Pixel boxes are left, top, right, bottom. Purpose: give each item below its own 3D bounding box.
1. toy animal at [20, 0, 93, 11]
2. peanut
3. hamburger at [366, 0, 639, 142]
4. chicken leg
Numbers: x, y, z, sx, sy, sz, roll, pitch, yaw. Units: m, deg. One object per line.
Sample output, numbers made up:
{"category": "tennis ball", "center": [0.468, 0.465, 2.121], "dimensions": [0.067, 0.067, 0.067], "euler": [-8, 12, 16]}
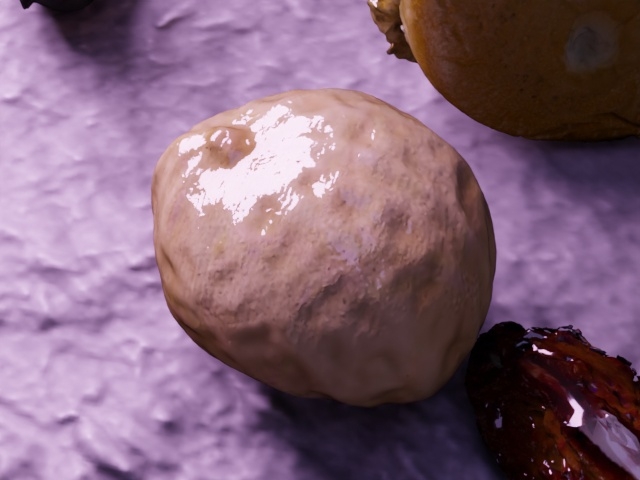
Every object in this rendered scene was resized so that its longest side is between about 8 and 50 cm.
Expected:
{"category": "toy animal", "center": [-0.128, -0.231, 0.787], "dimensions": [0.115, 0.146, 0.245], "euler": [26, 60, -7]}
{"category": "peanut", "center": [0.000, 0.000, 0.654], "dimensions": [0.159, 0.109, 0.140], "euler": [21, 43, 8]}
{"category": "hamburger", "center": [0.127, -0.150, 0.721], "dimensions": [0.215, 0.189, 0.122], "euler": [-7, 46, -4]}
{"category": "chicken leg", "center": [0.141, 0.106, 0.626], "dimensions": [0.093, 0.053, 0.205], "euler": [-21, 61, -32]}
